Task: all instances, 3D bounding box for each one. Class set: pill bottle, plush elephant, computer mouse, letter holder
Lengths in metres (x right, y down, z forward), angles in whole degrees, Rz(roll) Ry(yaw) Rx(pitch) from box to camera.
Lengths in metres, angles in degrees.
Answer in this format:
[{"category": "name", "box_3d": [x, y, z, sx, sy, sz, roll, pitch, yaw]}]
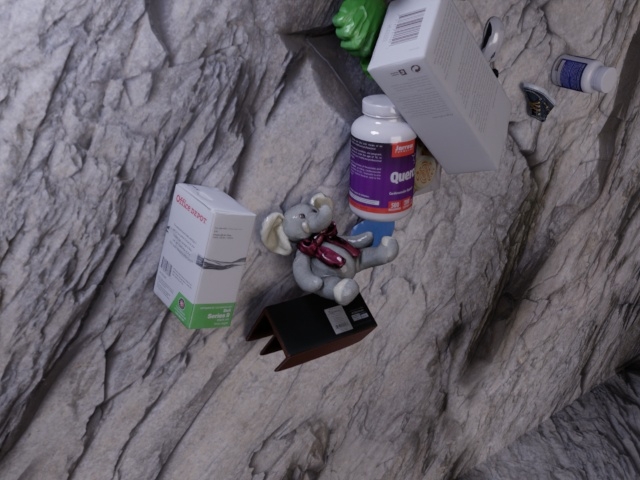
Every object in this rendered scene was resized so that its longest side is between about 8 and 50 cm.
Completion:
[{"category": "pill bottle", "box_3d": [0.171, -0.225, 1.778, 0.181, 0.181, 0.323, -18, 122, -31]}, {"category": "plush elephant", "box_3d": [0.000, 0.000, 1.729, 0.272, 0.330, 0.255, -38, 109, -34]}, {"category": "computer mouse", "box_3d": [0.519, -0.576, 1.967, 0.106, 0.042, 0.193, -9, 118, -34]}, {"category": "letter holder", "box_3d": [-0.032, 0.261, 1.833, 0.302, 0.152, 0.214, -14, 155, -34]}, {"category": "pill bottle", "box_3d": [0.881, -0.552, 2.166, 0.112, 0.186, 0.112, -18, 122, -30]}]

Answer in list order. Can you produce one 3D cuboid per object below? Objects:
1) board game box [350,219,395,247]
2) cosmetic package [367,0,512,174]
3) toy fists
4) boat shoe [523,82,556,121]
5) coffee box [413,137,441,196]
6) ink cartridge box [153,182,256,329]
[{"category": "board game box", "box_3d": [0.149, -0.028, 1.966, 0.168, 0.033, 0.133, -32, 134, -15]}, {"category": "cosmetic package", "box_3d": [0.323, -0.391, 1.671, 0.453, 0.161, 0.230, 42, 57, -41]}, {"category": "toy fists", "box_3d": [0.135, -0.507, 1.664, 0.279, 0.096, 0.142, 37, 72, -44]}, {"category": "boat shoe", "box_3d": [0.724, -0.460, 2.173, 0.183, 0.065, 0.083, 18, 99, -43]}, {"category": "coffee box", "box_3d": [0.278, -0.264, 1.898, 0.141, 0.098, 0.247, -17, 122, -32]}, {"category": "ink cartridge box", "box_3d": [-0.277, 0.034, 1.535, 0.121, 0.211, 0.289, 3, 110, -39]}]
